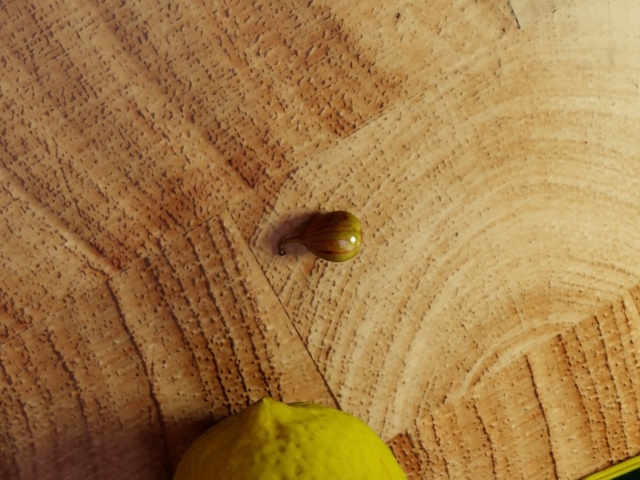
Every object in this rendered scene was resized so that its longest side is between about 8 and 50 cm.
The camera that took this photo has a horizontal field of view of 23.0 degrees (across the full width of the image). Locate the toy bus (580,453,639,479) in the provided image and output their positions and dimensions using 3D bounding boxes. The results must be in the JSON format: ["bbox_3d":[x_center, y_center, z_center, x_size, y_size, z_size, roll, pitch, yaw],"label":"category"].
[{"bbox_3d":[0.451,0.453,1.786,0.249,0.209,0.440,-21,117,-10],"label":"toy bus"}]

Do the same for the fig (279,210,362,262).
[{"bbox_3d":[0.000,0.000,1.520,0.083,0.050,0.050,-10,117,5],"label":"fig"}]

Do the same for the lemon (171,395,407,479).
[{"bbox_3d":[-0.027,0.282,1.514,0.267,0.267,0.267,-8,114,-18],"label":"lemon"}]
